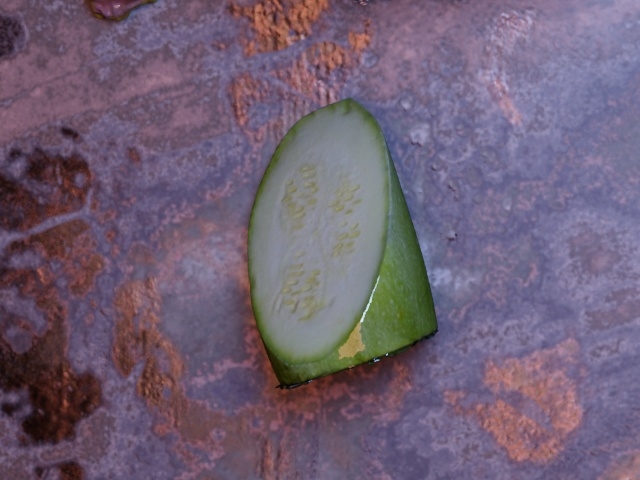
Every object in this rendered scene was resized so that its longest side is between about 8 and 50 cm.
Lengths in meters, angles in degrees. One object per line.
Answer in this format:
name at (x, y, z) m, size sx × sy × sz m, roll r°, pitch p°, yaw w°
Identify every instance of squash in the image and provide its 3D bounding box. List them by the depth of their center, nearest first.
squash at (0.000, 0.000, 1.664) m, size 0.189 × 0.189 × 0.260 m, roll -18°, pitch 91°, yaw 15°

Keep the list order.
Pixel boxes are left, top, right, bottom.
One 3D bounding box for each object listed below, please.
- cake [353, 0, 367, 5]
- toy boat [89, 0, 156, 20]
cake at (0.098, -0.380, 1.584) m, size 0.319 × 0.269 × 0.270 m, roll -6°, pitch 90°, yaw 14°
toy boat at (-0.166, -0.375, 1.750) m, size 0.141 × 0.099 × 0.318 m, roll 22°, pitch 99°, yaw -14°
